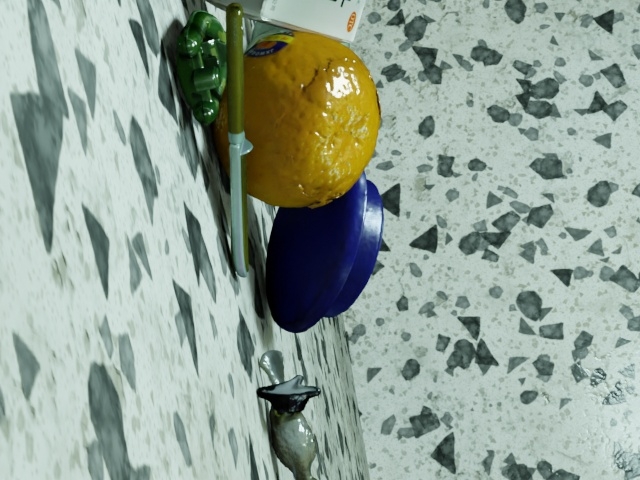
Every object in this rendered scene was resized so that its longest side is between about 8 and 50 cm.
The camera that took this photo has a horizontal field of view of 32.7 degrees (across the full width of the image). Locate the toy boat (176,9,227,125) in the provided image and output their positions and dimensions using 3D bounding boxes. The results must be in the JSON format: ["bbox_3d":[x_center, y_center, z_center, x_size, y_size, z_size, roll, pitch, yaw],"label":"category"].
[{"bbox_3d":[-0.128,-0.198,1.206,0.210,0.052,0.104,-88,165,-69],"label":"toy boat"}]

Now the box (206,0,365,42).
[{"bbox_3d":[-0.014,-0.430,1.360,0.173,0.145,0.333,5,107,-48],"label":"box"}]

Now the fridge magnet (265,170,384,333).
[{"bbox_3d":[0.000,0.000,1.499,0.265,0.113,0.265,-49,-148,46],"label":"fridge magnet"}]

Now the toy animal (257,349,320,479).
[{"bbox_3d":[-0.031,0.239,1.341,0.105,0.070,0.202,-168,-118,-74],"label":"toy animal"}]

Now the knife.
[{"bbox_3d":[-0.089,-0.101,1.231,0.061,0.027,0.343,-85,176,-63],"label":"knife"}]

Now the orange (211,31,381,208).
[{"bbox_3d":[-0.031,-0.148,1.351,0.219,0.193,0.219,3,85,-44],"label":"orange"}]

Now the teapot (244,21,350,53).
[{"bbox_3d":[-0.052,-0.333,1.925,0.251,0.183,0.183,-56,136,-69],"label":"teapot"}]
